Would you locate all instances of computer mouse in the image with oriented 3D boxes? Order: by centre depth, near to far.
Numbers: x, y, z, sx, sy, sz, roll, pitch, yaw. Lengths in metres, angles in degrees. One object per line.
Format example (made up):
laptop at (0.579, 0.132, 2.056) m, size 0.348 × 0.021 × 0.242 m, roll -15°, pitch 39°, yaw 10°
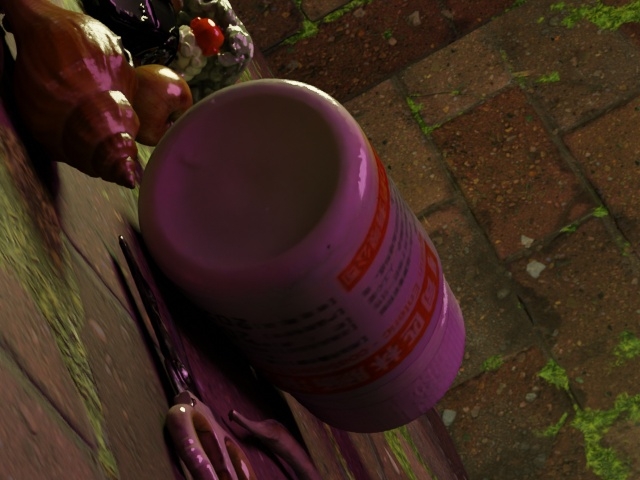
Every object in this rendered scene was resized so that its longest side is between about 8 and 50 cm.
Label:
computer mouse at (-0.212, -0.267, 2.038) m, size 0.146 × 0.077 × 0.242 m, roll 61°, pitch 5°, yaw 20°

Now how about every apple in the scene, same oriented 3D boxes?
apple at (-0.166, -0.134, 1.753) m, size 0.071 × 0.084 × 0.084 m, roll 34°, pitch -6°, yaw 23°

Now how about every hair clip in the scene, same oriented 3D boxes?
hair clip at (-0.195, -0.308, 2.216) m, size 0.091 × 0.138 × 0.321 m, roll 12°, pitch 41°, yaw -49°

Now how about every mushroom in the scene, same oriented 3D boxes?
mushroom at (-0.015, 0.213, 1.600) m, size 0.068 × 0.043 × 0.306 m, roll 30°, pitch -18°, yaw 45°

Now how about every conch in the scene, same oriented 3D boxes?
conch at (-0.199, -0.148, 1.390) m, size 0.109 × 0.093 × 0.330 m, roll 45°, pitch 15°, yaw -49°

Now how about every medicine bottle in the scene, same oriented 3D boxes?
medicine bottle at (-0.004, 0.030, 1.683) m, size 0.219 × 0.219 × 0.388 m, roll 64°, pitch 5°, yaw 31°

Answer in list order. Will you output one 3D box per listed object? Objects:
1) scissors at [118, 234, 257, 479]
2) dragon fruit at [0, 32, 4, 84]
scissors at (-0.095, 0.121, 1.335) m, size 0.317 × 0.024 × 0.160 m, roll 64°, pitch 6°, yaw 29°
dragon fruit at (-0.190, -0.051, 0.854) m, size 0.092 × 0.122 × 0.192 m, roll 79°, pitch -13°, yaw -51°
